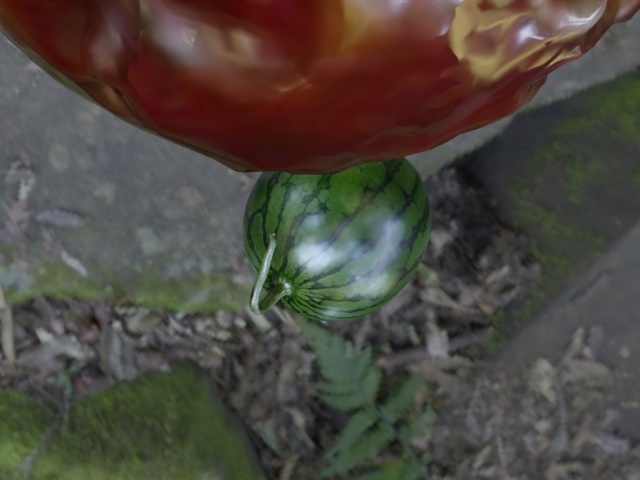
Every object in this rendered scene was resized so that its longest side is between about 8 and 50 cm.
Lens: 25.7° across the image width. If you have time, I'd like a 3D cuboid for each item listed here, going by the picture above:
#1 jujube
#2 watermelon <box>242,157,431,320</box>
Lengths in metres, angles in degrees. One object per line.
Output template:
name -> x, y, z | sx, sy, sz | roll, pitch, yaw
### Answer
jujube -> 0.017, -0.210, 0.442 | 0.276, 0.377, 0.276 | 12, 143, 9
watermelon -> 0.000, 0.000, 1.060 | 0.187, 0.140, 0.141 | -43, 132, -33
